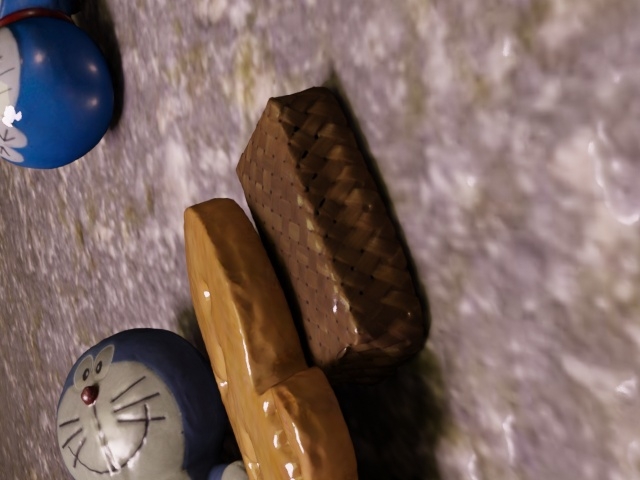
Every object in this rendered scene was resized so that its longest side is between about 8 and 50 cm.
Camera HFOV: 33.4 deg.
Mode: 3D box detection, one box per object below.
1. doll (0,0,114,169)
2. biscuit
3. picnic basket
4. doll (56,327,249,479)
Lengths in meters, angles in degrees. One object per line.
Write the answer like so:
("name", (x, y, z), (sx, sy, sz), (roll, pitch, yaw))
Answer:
("doll", (-0.311, -0.204, 1.135), (0.215, 0.161, 0.257), (-42, 59, 43))
("biscuit", (-0.033, 0.134, 0.748), (0.275, 0.052, 0.355), (106, 144, -66))
("picnic basket", (0.000, 0.000, 0.698), (0.193, 0.054, 0.110), (67, 152, 19))
("doll", (-0.151, 0.206, 0.977), (0.228, 0.154, 0.259), (-28, 80, 29))
